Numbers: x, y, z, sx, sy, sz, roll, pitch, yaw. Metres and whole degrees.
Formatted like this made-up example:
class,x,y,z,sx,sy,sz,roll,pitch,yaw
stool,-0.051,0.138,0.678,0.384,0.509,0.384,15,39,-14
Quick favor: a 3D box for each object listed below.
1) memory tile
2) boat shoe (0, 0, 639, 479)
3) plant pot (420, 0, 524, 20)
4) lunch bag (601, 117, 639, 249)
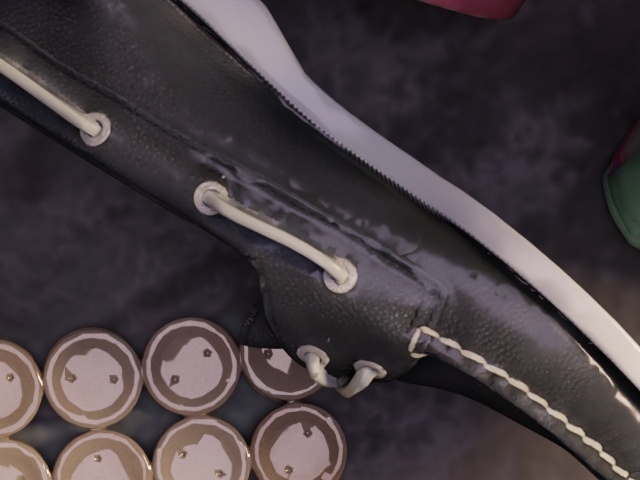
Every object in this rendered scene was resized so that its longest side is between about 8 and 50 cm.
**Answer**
class,x,y,z,sx,sy,sz,roll,pitch,yaw
memory tile,-0.063,0.085,0.656,0.148,0.012,0.113,-6,91,-6
boat shoe,0.000,0.000,0.619,0.302,0.114,0.091,40,85,8
plant pot,0.038,-0.179,0.586,0.201,0.201,0.180,19,104,-5
lunch bag,0.231,-0.058,0.580,0.262,0.223,0.160,-12,85,-4
